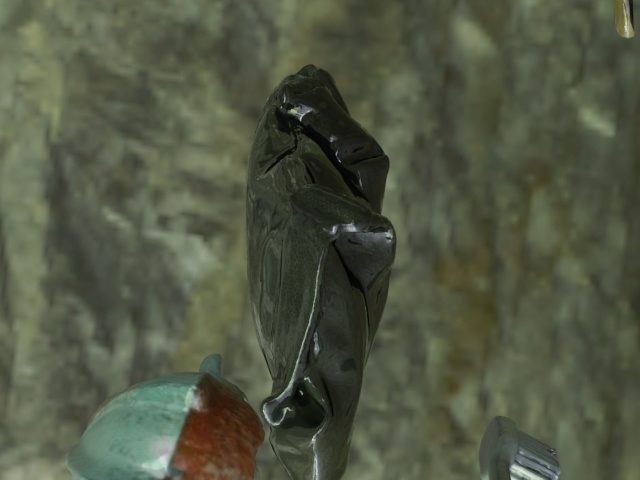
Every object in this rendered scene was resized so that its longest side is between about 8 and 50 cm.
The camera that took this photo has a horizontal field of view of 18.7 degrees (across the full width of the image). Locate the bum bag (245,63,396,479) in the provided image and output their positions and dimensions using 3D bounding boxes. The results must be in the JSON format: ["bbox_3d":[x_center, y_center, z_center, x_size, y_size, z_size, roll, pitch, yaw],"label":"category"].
[{"bbox_3d":[0.000,0.000,1.004,0.326,0.079,0.142,-98,10,-64],"label":"bum bag"}]

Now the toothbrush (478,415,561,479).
[{"bbox_3d":[0.069,0.106,0.624,0.354,0.029,0.024,-63,-4,-82],"label":"toothbrush"}]

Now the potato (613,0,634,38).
[{"bbox_3d":[0.173,-0.035,0.253,0.140,0.300,0.173,-61,-22,-28],"label":"potato"}]

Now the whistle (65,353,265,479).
[{"bbox_3d":[-0.093,0.150,1.332,0.346,0.133,0.142,-48,-48,-83],"label":"whistle"}]
